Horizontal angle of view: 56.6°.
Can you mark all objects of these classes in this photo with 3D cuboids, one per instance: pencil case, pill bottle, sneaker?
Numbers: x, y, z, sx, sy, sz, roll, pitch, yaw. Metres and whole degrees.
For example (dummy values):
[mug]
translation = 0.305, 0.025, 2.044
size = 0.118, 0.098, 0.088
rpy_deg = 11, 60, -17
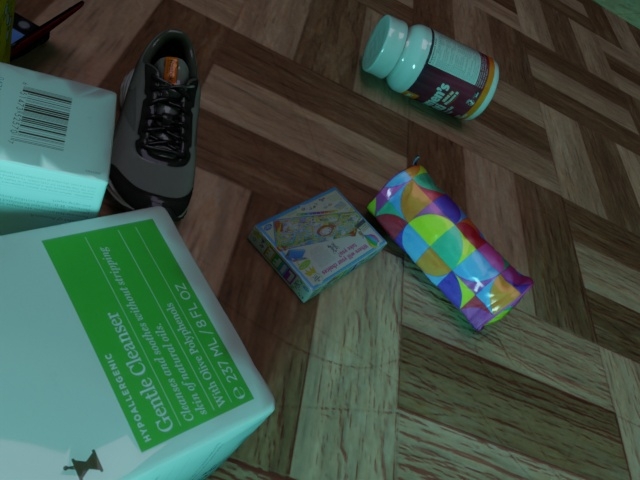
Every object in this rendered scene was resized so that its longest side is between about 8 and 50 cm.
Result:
[pencil case]
translation = 0.167, 0.002, 0.782
size = 0.104, 0.104, 0.236
rpy_deg = -24, 70, -43
[pill bottle]
translation = 0.193, -0.304, 1.049
size = 0.221, 0.121, 0.121
rpy_deg = 18, 46, -18
[sneaker]
translation = -0.185, -0.137, 0.672
size = 0.100, 0.108, 0.272
rpy_deg = 12, 49, -27

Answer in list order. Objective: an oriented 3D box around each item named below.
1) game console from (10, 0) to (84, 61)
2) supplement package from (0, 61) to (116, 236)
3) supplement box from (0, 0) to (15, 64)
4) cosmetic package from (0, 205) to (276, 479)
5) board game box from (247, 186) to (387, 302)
[game console]
translation = -0.362, -0.243, 0.666
size = 0.124, 0.085, 0.144
rpy_deg = 30, 42, -7
[supplement package]
translation = -0.242, -0.037, 0.491
size = 0.105, 0.179, 0.105
rpy_deg = 10, 48, -26
[supplement box]
translation = -0.459, -0.173, 0.462
size = 0.356, 0.195, 0.194
rpy_deg = 16, 46, -19
[cosmetic package]
translation = -0.240, 0.123, 0.372
size = 0.365, 0.155, 0.197
rpy_deg = -17, 64, -43
[board game box]
translation = 0.000, 0.000, 0.727
size = 0.103, 0.026, 0.154
rpy_deg = 48, 44, 13
